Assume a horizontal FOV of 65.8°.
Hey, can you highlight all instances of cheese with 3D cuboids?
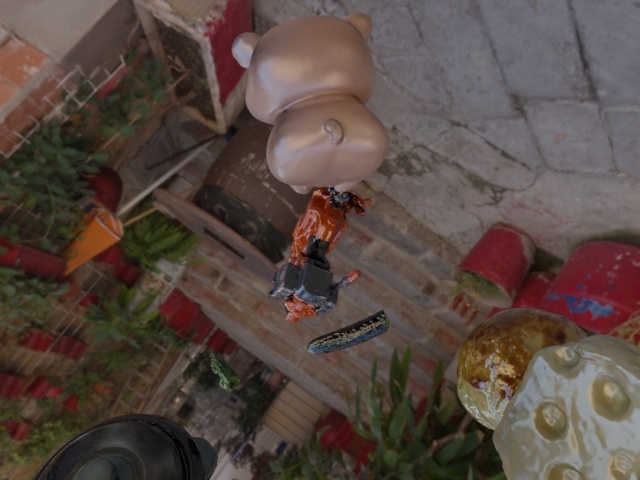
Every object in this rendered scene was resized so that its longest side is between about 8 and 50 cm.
[{"bbox_3d":[0.437,0.319,0.803,0.115,0.317,0.326,9,160,-38],"label":"cheese"}]

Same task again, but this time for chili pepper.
[{"bbox_3d":[-0.146,0.192,0.732,0.034,0.030,0.091,33,175,-32],"label":"chili pepper"}]

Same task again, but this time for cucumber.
[{"bbox_3d":[0.066,0.229,1.189,0.058,0.215,0.052,61,-167,-20],"label":"cucumber"}]

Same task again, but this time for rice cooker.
[{"bbox_3d":[-0.289,0.423,0.748,0.264,0.316,0.316,39,172,40],"label":"rice cooker"}]

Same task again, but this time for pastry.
[{"bbox_3d":[0.559,0.348,1.368,0.312,0.389,0.388,68,163,-3],"label":"pastry"}]

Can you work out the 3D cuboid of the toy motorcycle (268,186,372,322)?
[{"bbox_3d":[0.000,0.000,1.011,0.148,0.325,0.221,24,145,-17],"label":"toy motorcycle"}]

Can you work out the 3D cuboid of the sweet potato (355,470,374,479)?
[{"bbox_3d":[0.131,0.790,1.524,0.078,0.058,0.255,41,-162,-5],"label":"sweet potato"}]

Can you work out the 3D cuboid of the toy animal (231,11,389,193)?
[{"bbox_3d":[-0.009,-0.192,0.722,0.221,0.210,0.229,-108,12,-46],"label":"toy animal"}]
